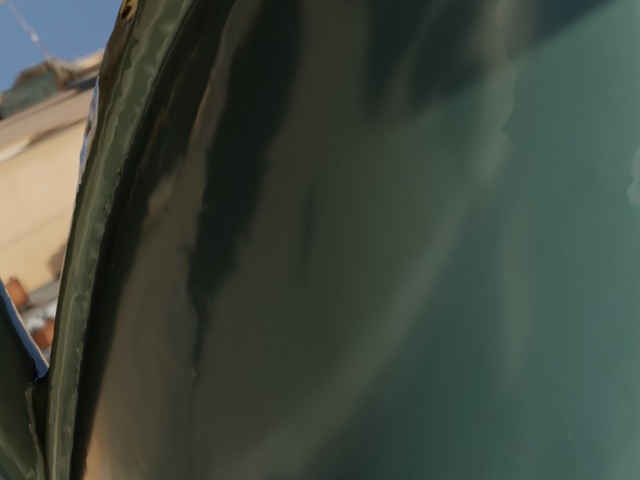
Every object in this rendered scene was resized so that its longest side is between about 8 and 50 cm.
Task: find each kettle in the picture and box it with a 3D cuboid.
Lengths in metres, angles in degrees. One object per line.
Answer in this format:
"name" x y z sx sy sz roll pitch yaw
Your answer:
"kettle" 0.000 0.000 0.447 0.319 0.247 0.342 5 -57 1
